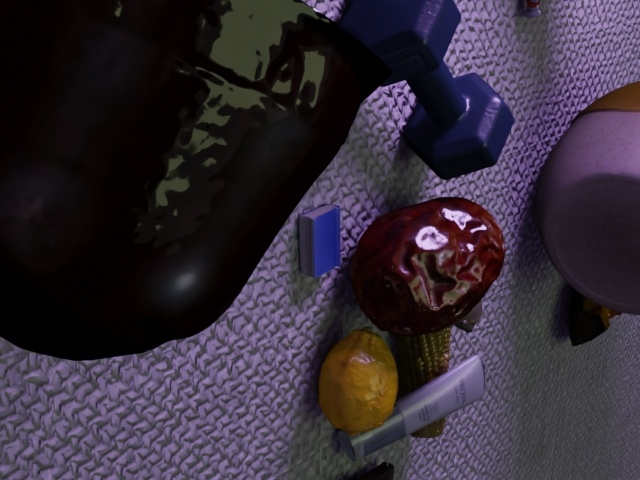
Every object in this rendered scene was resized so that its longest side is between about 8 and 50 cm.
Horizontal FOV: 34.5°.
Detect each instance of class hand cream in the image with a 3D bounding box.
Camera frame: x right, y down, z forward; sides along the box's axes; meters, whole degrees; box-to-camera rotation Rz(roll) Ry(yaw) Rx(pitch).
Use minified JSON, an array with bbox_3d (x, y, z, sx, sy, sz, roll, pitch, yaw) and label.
[{"bbox_3d":[0.145,0.254,1.557,0.255,0.048,0.079,-23,124,-20],"label":"hand cream"}]

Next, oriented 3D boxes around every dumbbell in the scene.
[{"bbox_3d":[0.149,-0.220,1.400,0.325,0.144,0.160,46,66,-50],"label":"dumbbell"}]

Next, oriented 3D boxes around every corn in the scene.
[{"bbox_3d":[0.163,0.188,1.615,0.086,0.086,0.288,-34,129,-45],"label":"corn"}]

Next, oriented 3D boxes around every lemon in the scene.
[{"bbox_3d":[0.053,0.196,1.435,0.114,0.114,0.155,-3,99,-55],"label":"lemon"}]

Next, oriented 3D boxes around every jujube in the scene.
[{"bbox_3d":[0.148,0.035,1.461,0.243,0.183,0.183,-31,126,-45],"label":"jujube"}]

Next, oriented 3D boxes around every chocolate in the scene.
[{"bbox_3d":[-0.170,-0.076,0.843,0.384,0.384,0.331,17,99,-56],"label":"chocolate"}]

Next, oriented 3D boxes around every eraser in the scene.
[{"bbox_3d":[0.000,0.000,1.366,0.063,0.027,0.084,-26,121,-50],"label":"eraser"}]

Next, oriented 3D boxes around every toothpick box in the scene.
[{"bbox_3d":[0.629,-0.097,1.894,0.425,0.409,0.409,-44,134,-44],"label":"toothpick box"}]

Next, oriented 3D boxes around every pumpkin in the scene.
[{"bbox_3d":[0.571,0.125,2.188,0.254,0.149,0.130,-28,84,-50],"label":"pumpkin"}]

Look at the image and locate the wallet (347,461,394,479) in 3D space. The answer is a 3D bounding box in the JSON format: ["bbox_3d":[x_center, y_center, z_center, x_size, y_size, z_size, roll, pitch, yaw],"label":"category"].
[{"bbox_3d":[0.035,0.418,1.548,0.230,0.042,0.124,-8,111,-53],"label":"wallet"}]

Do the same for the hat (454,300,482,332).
[{"bbox_3d":[0.233,0.051,1.664,0.147,0.085,0.175,43,67,-51],"label":"hat"}]

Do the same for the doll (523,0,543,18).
[{"bbox_3d":[0.371,-0.455,1.701,0.094,0.079,0.180,-68,172,-74],"label":"doll"}]
